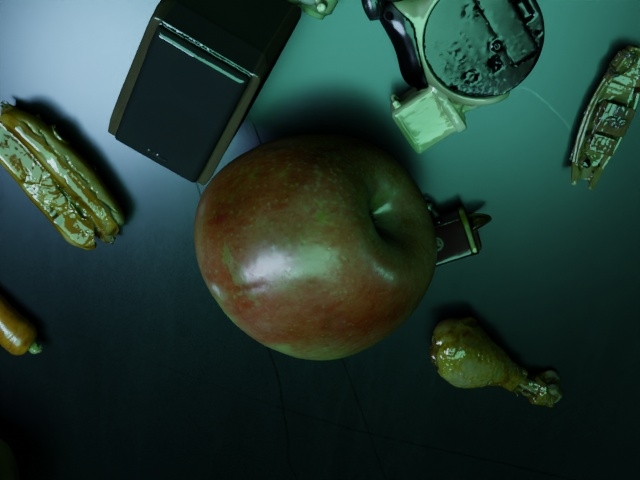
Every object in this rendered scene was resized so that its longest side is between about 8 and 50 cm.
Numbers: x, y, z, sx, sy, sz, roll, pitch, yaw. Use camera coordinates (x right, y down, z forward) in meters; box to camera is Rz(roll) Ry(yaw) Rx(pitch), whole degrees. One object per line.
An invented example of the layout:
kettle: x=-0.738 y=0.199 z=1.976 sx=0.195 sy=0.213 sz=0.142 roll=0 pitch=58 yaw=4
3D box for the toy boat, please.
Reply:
toy boat: x=0.404 y=-0.169 z=1.147 sx=0.064 sy=0.072 sz=0.206 roll=16 pitch=113 yaw=0

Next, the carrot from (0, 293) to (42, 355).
carrot: x=-0.554 y=0.095 z=1.354 sx=0.061 sy=0.061 sz=0.256 roll=-34 pitch=103 yaw=17

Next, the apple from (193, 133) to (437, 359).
apple: x=0.000 y=0.000 z=1.118 sx=0.277 sy=0.319 sz=0.319 roll=-33 pitch=107 yaw=31

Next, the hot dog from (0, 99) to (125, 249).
hot dog: x=-0.399 y=-0.097 z=1.248 sx=0.109 sy=0.072 sz=0.269 roll=-30 pitch=109 yaw=14

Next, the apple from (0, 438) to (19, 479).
apple: x=-0.685 y=0.446 z=1.371 sx=0.357 sy=0.357 sz=0.357 roll=2 pitch=114 yaw=4

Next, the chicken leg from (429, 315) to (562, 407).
chicken leg: x=0.281 y=0.204 z=1.317 sx=0.251 sy=0.087 sz=0.107 roll=25 pitch=124 yaw=-13

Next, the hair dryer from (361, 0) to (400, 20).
hair dryer: x=0.089 y=-0.317 z=1.020 sx=0.083 sy=0.031 sz=0.079 roll=-12 pitch=106 yaw=-14

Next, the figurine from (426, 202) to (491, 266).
figurine: x=0.182 y=-0.014 z=1.240 sx=0.154 sy=0.082 sz=0.098 roll=-21 pitch=91 yaw=13

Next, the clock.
clock: x=0.120 y=-0.324 z=1.083 sx=0.276 sy=0.120 sz=0.379 roll=-35 pitch=107 yaw=14

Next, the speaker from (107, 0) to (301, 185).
speaker: x=-0.153 y=-0.220 z=1.077 sx=0.153 sy=0.192 sz=0.231 roll=30 pitch=138 yaw=-7
